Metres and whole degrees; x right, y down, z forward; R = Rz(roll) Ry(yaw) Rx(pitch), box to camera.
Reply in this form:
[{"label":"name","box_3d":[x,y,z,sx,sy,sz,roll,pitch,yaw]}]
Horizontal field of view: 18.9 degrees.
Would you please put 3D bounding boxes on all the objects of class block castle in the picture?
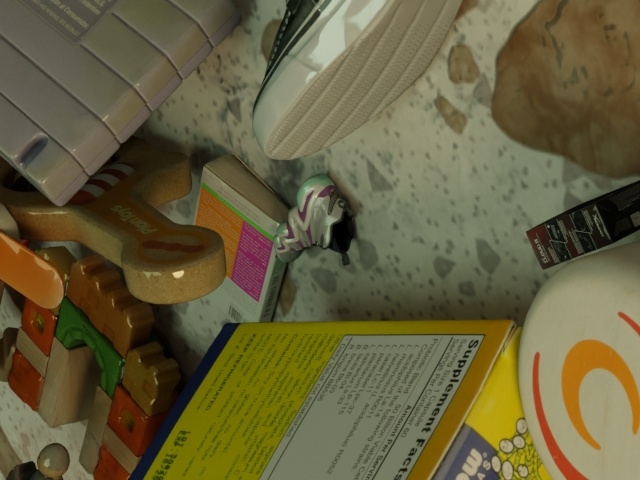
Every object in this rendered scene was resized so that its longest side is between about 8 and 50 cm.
[{"label":"block castle","box_3d":[-0.300,0.146,1.799,0.453,0.303,0.213,42,130,32]}]

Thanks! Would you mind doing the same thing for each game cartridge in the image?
[{"label":"game cartridge","box_3d":[-0.256,-0.210,1.636,0.355,0.230,0.068,40,168,30]}]

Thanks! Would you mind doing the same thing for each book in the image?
[{"label":"book","box_3d":[-0.072,0.008,1.683,0.096,0.035,0.144,42,138,25]}]

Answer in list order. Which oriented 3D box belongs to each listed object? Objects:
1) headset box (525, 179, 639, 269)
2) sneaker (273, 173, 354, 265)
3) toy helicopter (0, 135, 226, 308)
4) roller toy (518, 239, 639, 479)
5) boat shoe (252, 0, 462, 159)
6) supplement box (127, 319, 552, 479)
[{"label":"headset box","box_3d":[0.189,-0.011,1.334,0.083,0.062,0.032,-23,91,54]},{"label":"sneaker","box_3d":[0.000,0.000,1.585,0.069,0.038,0.098,48,140,22]},{"label":"toy helicopter","box_3d":[-0.202,-0.021,1.616,0.355,0.235,0.140,30,132,53]},{"label":"roller toy","box_3d":[0.238,0.089,1.263,0.191,0.146,0.209,-32,74,56]},{"label":"boat shoe","box_3d":[0.035,-0.200,1.390,0.119,0.121,0.335,56,132,24]},{"label":"supplement box","box_3d":[0.043,0.193,1.456,0.195,0.194,0.356,45,153,-27]}]
